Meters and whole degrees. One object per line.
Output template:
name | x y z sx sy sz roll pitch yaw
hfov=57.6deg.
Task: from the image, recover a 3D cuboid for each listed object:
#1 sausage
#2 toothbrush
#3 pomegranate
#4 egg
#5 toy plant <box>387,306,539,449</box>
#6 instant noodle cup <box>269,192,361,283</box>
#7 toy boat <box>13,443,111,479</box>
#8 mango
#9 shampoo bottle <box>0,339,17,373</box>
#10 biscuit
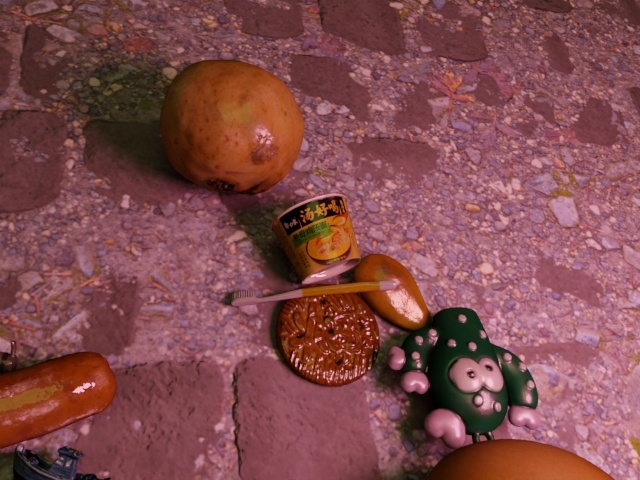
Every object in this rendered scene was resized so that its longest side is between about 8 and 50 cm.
sausage | -0.417 0.224 0.790 0.270 0.109 0.109 -13 65 -26
toothbrush | -0.010 0.087 1.006 0.287 0.021 0.024 -5 49 -5
pomegranate | -0.159 -0.202 1.042 0.260 0.260 0.261 8 58 -12
egg | 0.295 0.409 0.808 0.322 0.250 0.250 21 56 7
toy plant | 0.244 0.232 0.980 0.232 0.113 0.243 -18 62 -26
instant noodle cup | 0.000 0.000 1.030 0.151 0.151 0.122 -17 73 -25
toy boat | -0.348 0.309 0.785 0.137 0.060 0.061 17 76 0
mango | 0.132 0.093 1.061 0.101 0.066 0.187 -39 85 -31
shampoo bottle | -0.510 0.160 0.814 0.161 0.079 0.079 13 57 -10
biscuit | 0.015 0.159 1.005 0.187 0.027 0.188 8 58 -13
